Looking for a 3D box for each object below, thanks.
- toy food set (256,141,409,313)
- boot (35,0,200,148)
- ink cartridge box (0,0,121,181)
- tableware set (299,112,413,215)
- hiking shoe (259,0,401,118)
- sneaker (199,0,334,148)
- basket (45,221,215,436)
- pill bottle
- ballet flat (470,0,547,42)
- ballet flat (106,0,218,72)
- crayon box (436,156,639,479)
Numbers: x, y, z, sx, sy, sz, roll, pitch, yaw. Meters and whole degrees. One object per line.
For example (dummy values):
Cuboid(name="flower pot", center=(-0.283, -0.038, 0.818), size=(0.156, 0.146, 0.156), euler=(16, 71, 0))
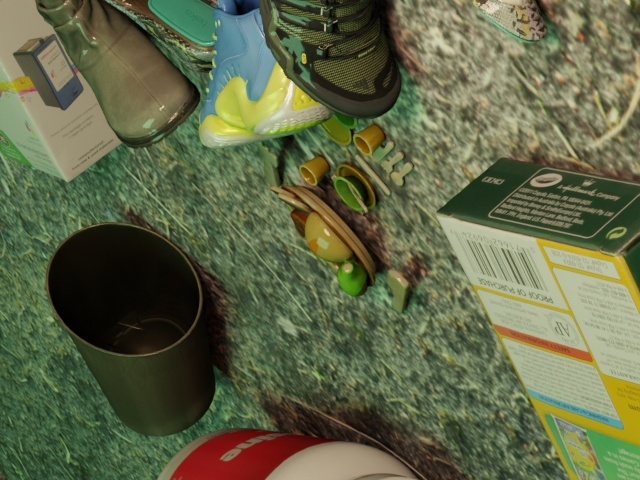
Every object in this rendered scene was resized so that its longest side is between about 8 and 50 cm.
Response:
Cuboid(name="toy food set", center=(0.000, 0.000, 1.728), size=(0.192, 0.038, 0.132), euler=(45, 170, 13))
Cuboid(name="boot", center=(-0.208, -0.186, 1.707), size=(0.161, 0.083, 0.246), euler=(50, 178, -35))
Cuboid(name="ink cartridge box", center=(-0.313, -0.182, 1.992), size=(0.154, 0.093, 0.212), euler=(22, 143, 50))
Cuboid(name="tableware set", center=(0.019, -0.072, 1.630), size=(0.104, 0.024, 0.154), euler=(50, 158, 1))
Cuboid(name="hiking shoe", center=(0.004, -0.184, 1.399), size=(0.114, 0.086, 0.227), euler=(13, 137, 61))
Cuboid(name="sneaker", center=(-0.052, -0.147, 1.593), size=(0.240, 0.091, 0.126), euler=(174, 83, -68))
Cuboid(name="basket", center=(-0.201, 0.117, 2.186), size=(0.204, 0.154, 0.227), euler=(38, 159, 31))
Cuboid(name="pill bottle", center=(-0.016, 0.325, 2.049), size=(0.229, 0.229, 0.407), euler=(56, 157, -15))
Cuboid(name="ballet flat", center=(0.110, -0.179, 1.277), size=(0.114, 0.041, 0.041), euler=(42, 156, 17))
Cuboid(name="ballet flat", center=(-0.149, -0.210, 1.678), size=(0.188, 0.070, 0.070), euler=(43, 157, 20))
Cuboid(name="crayon box", center=(0.235, 0.098, 1.416), size=(0.203, 0.083, 0.323), euler=(15, 139, 54))
